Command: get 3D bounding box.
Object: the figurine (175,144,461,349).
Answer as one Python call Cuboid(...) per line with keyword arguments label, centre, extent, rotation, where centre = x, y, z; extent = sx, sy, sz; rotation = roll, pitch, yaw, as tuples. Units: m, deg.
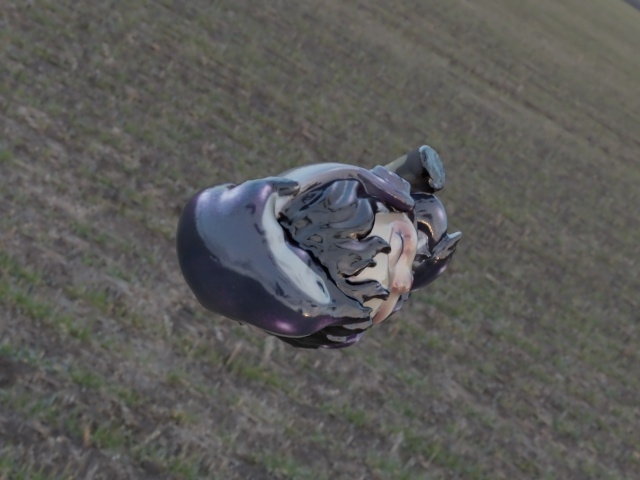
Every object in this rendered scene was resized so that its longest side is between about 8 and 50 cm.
Cuboid(label="figurine", centre=(0.000, 0.000, 0.718), extent=(0.145, 0.145, 0.222), rotation=(39, 27, 19))
